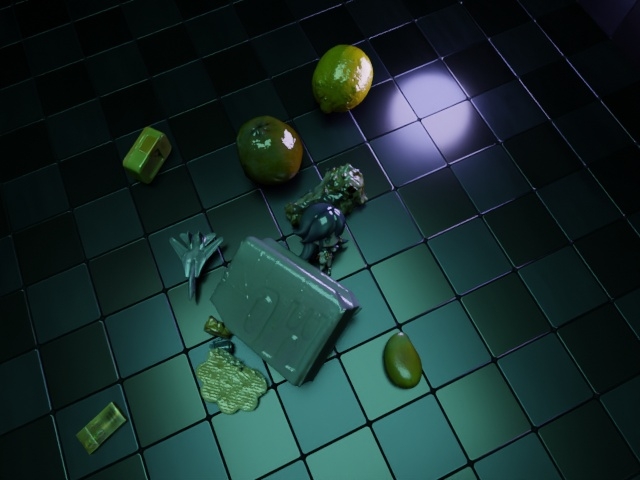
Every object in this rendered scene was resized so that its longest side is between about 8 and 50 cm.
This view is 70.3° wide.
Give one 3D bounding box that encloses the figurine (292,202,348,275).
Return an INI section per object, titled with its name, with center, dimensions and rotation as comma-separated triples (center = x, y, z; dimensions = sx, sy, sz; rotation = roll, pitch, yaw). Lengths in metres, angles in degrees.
[figurine]
center = -0.003, -0.009, 1.681
dimensions = 0.196, 0.175, 0.265
rotation = 28, 114, 3

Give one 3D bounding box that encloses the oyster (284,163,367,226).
[oyster]
center = 0.015, -0.171, 1.784
dimensions = 0.336, 0.133, 0.198
rotation = -20, 96, 10

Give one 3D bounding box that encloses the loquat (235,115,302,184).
[loquat]
center = -0.197, -0.357, 1.789
dimensions = 0.275, 0.284, 0.276
rotation = -3, 69, 7

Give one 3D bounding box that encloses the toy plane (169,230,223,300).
[toy plane]
center = -0.480, 0.098, 1.740
dimensions = 0.212, 0.088, 0.268
rotation = -1, 78, 3

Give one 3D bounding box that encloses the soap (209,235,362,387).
[soap]
center = -0.131, 0.231, 1.552
dimensions = 0.435, 0.213, 0.351
rotation = 35, 99, 15

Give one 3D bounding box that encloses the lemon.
[lemon]
center = 0.089, -0.675, 1.913
dimensions = 0.245, 0.245, 0.320
rotation = 27, 79, 11

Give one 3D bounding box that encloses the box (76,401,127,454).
[box]
center = -0.757, 0.649, 1.574
dimensions = 0.156, 0.022, 0.089
rotation = -42, 73, -12

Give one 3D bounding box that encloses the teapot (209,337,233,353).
[teapot]
center = -0.359, 0.382, 1.643
dimensions = 0.083, 0.049, 0.064
rotation = -7, 70, 0

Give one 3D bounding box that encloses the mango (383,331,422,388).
[mango]
center = 0.287, 0.416, 1.585
dimensions = 0.130, 0.092, 0.195
rotation = -1, 65, 3

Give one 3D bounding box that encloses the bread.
[bread]
center = -0.320, 0.500, 1.588
dimensions = 0.250, 0.039, 0.182
rotation = 32, 86, 4

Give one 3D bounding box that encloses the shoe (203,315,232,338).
[shoe]
center = -0.367, 0.316, 1.656
dimensions = 0.108, 0.072, 0.069
rotation = 11, 76, 6

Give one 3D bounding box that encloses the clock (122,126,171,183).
[clock]
center = -0.714, -0.352, 1.877
dimensions = 0.096, 0.143, 0.202
rotation = 24, 72, 8
